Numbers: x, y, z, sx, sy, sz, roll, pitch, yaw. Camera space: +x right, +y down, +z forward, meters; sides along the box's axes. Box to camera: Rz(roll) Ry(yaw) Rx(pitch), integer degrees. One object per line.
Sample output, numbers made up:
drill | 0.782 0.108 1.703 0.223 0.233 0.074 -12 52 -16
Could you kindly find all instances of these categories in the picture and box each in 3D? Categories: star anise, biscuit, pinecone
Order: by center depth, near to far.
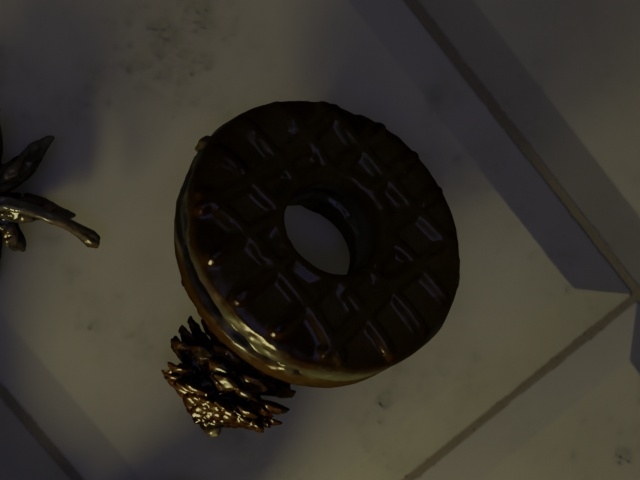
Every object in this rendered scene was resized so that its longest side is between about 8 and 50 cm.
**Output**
biscuit | 0.000 0.000 1.250 0.332 0.103 0.332 9 64 -20
star anise | -0.372 -0.043 1.291 0.231 0.089 0.209 -4 103 8
pinecone | -0.092 0.138 1.291 0.174 0.173 0.173 0 94 -4
